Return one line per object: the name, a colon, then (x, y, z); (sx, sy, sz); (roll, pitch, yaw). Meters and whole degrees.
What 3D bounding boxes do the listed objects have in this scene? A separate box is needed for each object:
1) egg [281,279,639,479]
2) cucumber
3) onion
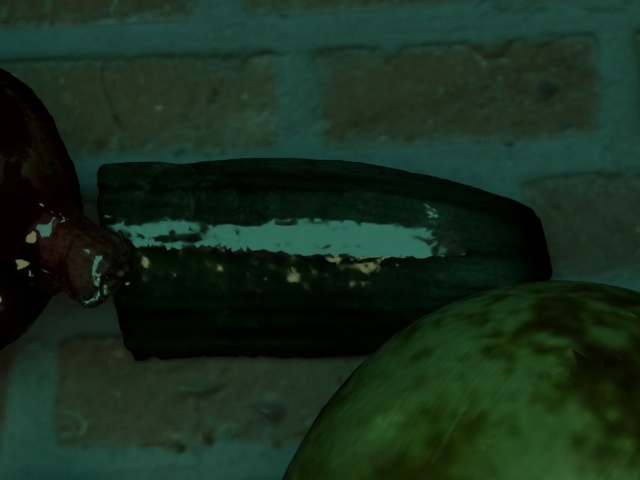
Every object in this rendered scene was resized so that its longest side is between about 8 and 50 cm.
egg: (0.091, 0.149, 0.873); (0.238, 0.238, 0.289); (33, 54, 19)
cucumber: (0.000, 0.000, 1.055); (0.243, 0.063, 0.115); (-2, 68, 5)
onion: (-0.174, -0.010, 1.037); (0.198, 0.135, 0.173); (18, 105, 15)
